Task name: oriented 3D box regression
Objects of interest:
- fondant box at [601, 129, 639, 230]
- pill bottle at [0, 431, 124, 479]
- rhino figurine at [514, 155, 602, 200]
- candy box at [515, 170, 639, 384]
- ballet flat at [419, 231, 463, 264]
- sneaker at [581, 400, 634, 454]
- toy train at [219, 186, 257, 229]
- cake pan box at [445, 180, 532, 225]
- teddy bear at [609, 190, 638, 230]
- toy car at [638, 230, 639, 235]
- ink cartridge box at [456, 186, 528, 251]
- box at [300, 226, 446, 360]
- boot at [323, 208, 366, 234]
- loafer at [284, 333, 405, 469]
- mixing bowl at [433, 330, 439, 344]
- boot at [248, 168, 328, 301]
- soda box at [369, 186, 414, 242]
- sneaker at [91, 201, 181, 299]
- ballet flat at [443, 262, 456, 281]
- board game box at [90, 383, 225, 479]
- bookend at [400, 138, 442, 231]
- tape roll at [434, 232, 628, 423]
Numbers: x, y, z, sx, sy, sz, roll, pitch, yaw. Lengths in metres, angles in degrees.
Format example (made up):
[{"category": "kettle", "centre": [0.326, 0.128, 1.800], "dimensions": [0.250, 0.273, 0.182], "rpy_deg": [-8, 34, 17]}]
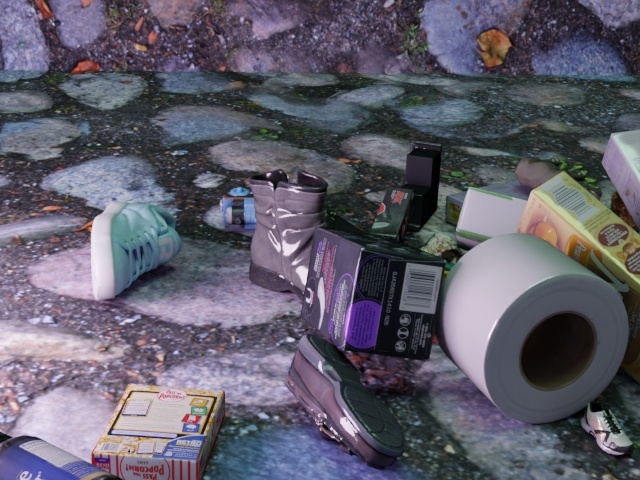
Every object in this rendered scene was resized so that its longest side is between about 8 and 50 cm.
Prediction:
[{"category": "fondant box", "centre": [0.751, -0.090, 2.269], "dimensions": [0.238, 0.096, 0.330], "rpy_deg": [-8, 49, -12]}, {"category": "pill bottle", "centre": [-0.338, 0.308, 1.344], "dimensions": [0.219, 0.123, 0.123], "rpy_deg": [16, 26, 32]}, {"category": "rhino figurine", "centre": [0.511, -0.121, 2.387], "dimensions": [0.106, 0.073, 0.243], "rpy_deg": [-5, 23, -29]}, {"category": "candy box", "centre": [0.452, 0.060, 1.785], "dimensions": [0.087, 0.183, 0.316], "rpy_deg": [-30, 60, -27]}, {"category": "ballet flat", "centre": [0.209, 0.048, 2.106], "dimensions": [0.077, 0.091, 0.241], "rpy_deg": [31, 33, 12]}, {"category": "sneaker", "centre": [0.412, 0.270, 1.607], "dimensions": [0.040, 0.044, 0.109], "rpy_deg": [-5, 24, -23]}, {"category": "toy train", "centre": [-0.122, -0.065, 2.366], "dimensions": [0.184, 0.080, 0.105], "rpy_deg": [0, 28, -5]}, {"category": "cake pan box", "centre": [0.444, -0.057, 2.403], "dimensions": [0.267, 0.070, 0.246], "rpy_deg": [-13, 28, -33]}, {"category": "teddy bear", "centre": [0.795, -0.087, 2.386], "dimensions": [0.338, 0.113, 0.245], "rpy_deg": [16, 55, 20]}, {"category": "toy car", "centre": [0.637, 0.102, 1.930], "dimensions": [0.219, 0.210, 0.238], "rpy_deg": [28, 2, 24]}, {"category": "ink cartridge box", "centre": [0.345, -0.023, 2.125], "dimensions": [0.160, 0.093, 0.219], "rpy_deg": [15, -6, 8]}, {"category": "box", "centre": [0.078, 0.080, 1.789], "dimensions": [0.143, 0.165, 0.270], "rpy_deg": [9, 6, -17]}, {"category": "boot", "centre": [0.040, 0.003, 2.202], "dimensions": [0.178, 0.085, 0.236], "rpy_deg": [31, -1, 8]}, {"category": "loafer", "centre": [0.029, 0.247, 1.607], "dimensions": [0.109, 0.095, 0.302], "rpy_deg": [26, 13, -30]}, {"category": "mixing bowl", "centre": [0.272, 0.114, 1.917], "dimensions": [0.181, 0.098, 0.181], "rpy_deg": [1, 22, 0]}, {"category": "boot", "centre": [0.000, 0.000, 2.009], "dimensions": [0.338, 0.223, 0.118], "rpy_deg": [14, 24, 29]}, {"category": "soda box", "centre": [0.148, -0.040, 2.293], "dimensions": [0.060, 0.053, 0.169], "rpy_deg": [7, 39, 14]}, {"category": "sneaker", "centre": [-0.341, 0.005, 2.093], "dimensions": [0.150, 0.135, 0.366], "rpy_deg": [-2, 23, -1]}, {"category": "ballet flat", "centre": [0.192, 0.064, 1.992], "dimensions": [0.231, 0.077, 0.077], "rpy_deg": [17, 8, -26]}, {"category": "board game box", "centre": [-0.221, 0.268, 1.557], "dimensions": [0.146, 0.045, 0.193], "rpy_deg": [4, 22, 6]}, {"category": "bookend", "centre": [0.205, -0.120, 2.421], "dimensions": [0.072, 0.156, 0.157], "rpy_deg": [10, 24, 18]}, {"category": "tape roll", "centre": [0.315, 0.130, 1.682], "dimensions": [0.246, 0.246, 0.169], "rpy_deg": [-6, 23, -19]}]
